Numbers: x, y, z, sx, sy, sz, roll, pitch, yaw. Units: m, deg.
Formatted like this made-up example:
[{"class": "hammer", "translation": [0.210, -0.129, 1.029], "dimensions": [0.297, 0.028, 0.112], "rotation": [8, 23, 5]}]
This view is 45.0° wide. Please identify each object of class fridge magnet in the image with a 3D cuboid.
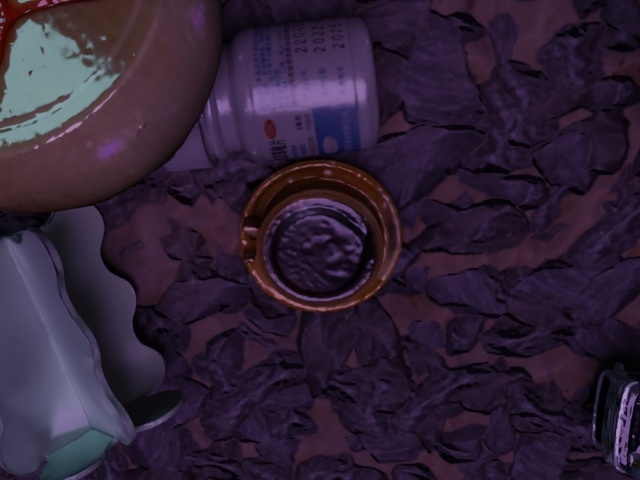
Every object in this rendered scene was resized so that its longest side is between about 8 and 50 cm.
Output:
[{"class": "fridge magnet", "translation": [0.000, 0.000, 0.666], "dimensions": [0.143, 0.063, 0.143], "rotation": [1, 112, 2]}]

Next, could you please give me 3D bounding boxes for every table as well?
[{"class": "table", "translation": [-0.229, 0.079, 0.659], "dimensions": [0.166, 0.166, 0.198], "rotation": [-17, 106, 8]}]

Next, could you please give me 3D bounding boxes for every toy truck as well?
[{"class": "toy truck", "translation": [0.369, 0.174, 0.721], "dimensions": [0.226, 0.114, 0.098], "rotation": [7, 93, -4]}]

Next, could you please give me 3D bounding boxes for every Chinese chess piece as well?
[{"class": "Chinese chess piece", "translation": [-0.190, -0.142, 0.513], "dimensions": [0.250, 0.097, 0.251], "rotation": [-2, 76, 9]}]

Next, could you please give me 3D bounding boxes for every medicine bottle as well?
[{"class": "medicine bottle", "translation": [-0.042, -0.111, 0.592], "dimensions": [0.168, 0.105, 0.105], "rotation": [-6, 115, 3]}]

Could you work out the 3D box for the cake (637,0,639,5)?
[{"class": "cake", "translation": [0.369, -0.165, 0.458], "dimensions": [0.293, 0.307, 0.314], "rotation": [-32, 111, 15]}]
